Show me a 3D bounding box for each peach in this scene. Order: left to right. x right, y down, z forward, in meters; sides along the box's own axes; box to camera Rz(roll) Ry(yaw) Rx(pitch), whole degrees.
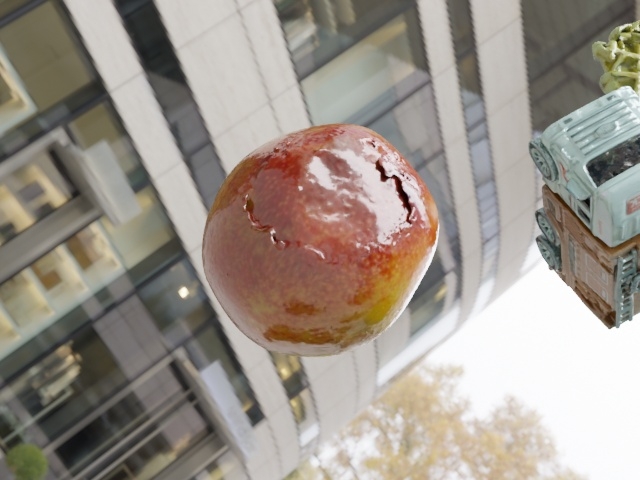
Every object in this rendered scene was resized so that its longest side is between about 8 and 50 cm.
[{"bbox_3d":[0.000,0.000,0.916,0.231,0.231,0.231,46,-19,21],"label":"peach"}]

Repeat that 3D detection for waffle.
[{"bbox_3d":[0.618,-0.263,1.599,0.297,0.317,0.073,59,-19,19],"label":"waffle"}]

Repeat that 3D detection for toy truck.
[{"bbox_3d":[0.348,-0.026,1.151,0.162,0.136,0.305,59,-4,35],"label":"toy truck"}]
